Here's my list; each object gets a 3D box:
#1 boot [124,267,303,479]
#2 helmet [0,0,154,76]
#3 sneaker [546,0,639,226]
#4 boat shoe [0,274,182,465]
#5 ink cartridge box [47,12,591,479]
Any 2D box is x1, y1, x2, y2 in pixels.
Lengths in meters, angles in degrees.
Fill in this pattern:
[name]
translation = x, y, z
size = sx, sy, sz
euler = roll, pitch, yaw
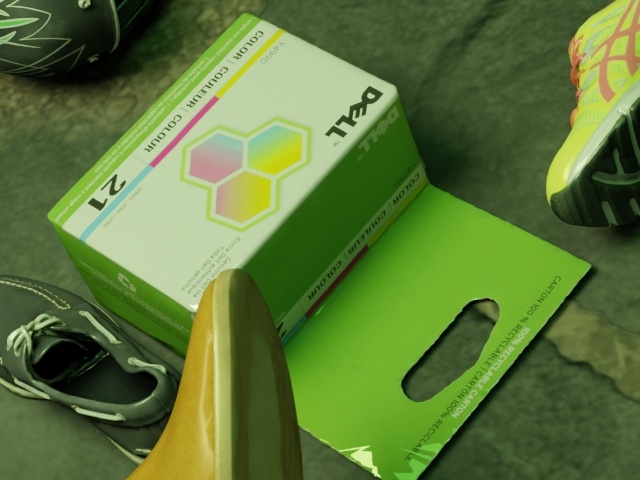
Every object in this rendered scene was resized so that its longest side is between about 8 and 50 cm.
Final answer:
[boot]
translation = -0.119, 0.166, 0.984
size = 0.211, 0.104, 0.295
euler = -4, 86, 20
[helmet]
translation = -0.195, -0.189, 1.293
size = 0.169, 0.169, 0.161
euler = 9, 43, 25
[sneaker]
translation = 0.182, -0.090, 1.150
size = 0.094, 0.081, 0.208
euler = 15, 55, 36
[boat shoe]
translation = -0.151, 0.064, 1.153
size = 0.206, 0.065, 0.075
euler = 30, 69, 34
[ink cartridge box]
translation = 0.000, 0.000, 1.127
size = 0.255, 0.097, 0.189
euler = 29, 68, 33
